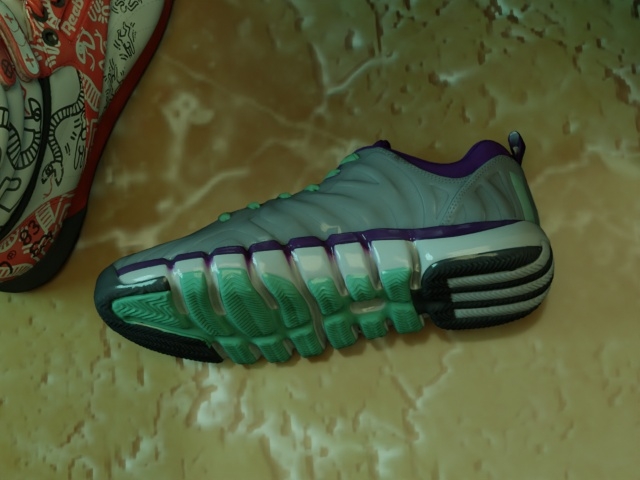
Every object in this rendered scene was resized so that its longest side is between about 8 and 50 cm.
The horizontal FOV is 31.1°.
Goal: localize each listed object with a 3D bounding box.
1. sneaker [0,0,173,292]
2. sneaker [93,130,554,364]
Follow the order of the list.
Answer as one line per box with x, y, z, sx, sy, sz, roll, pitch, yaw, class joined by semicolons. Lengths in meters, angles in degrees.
-0.148;-0.113;0.579;0.090;0.145;0.270;13;79;11;sneaker
0.000;0.000;0.580;0.224;0.083;0.098;-5;53;5;sneaker
